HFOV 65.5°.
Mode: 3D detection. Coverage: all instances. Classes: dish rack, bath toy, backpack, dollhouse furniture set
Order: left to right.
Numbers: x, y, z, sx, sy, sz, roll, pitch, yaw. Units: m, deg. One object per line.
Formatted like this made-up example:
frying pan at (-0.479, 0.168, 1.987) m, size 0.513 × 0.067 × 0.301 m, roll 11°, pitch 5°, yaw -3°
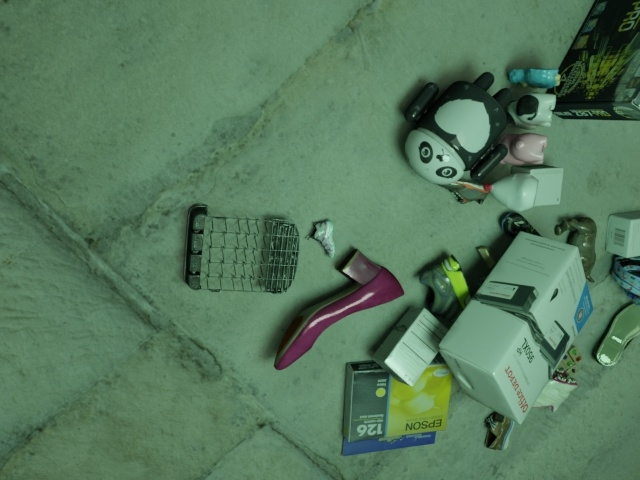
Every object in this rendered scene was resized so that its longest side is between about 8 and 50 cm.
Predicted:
dish rack at (-0.188, 0.030, 1.207) m, size 0.271 × 0.074 × 0.208 m, roll 4°, pitch 105°, yaw -16°
dollhouse furniture set at (0.467, 0.071, 1.408) m, size 0.081 × 0.091 × 0.114 m, roll -32°, pitch 88°, yaw 39°
bath toy at (0.495, -0.247, 1.237) m, size 0.129 × 0.151 × 0.348 m, roll 11°, pitch 91°, yaw 23°
backpack at (0.943, 0.117, 1.462) m, size 0.173 × 0.158 × 0.117 m, roll 13°, pitch 120°, yaw -3°

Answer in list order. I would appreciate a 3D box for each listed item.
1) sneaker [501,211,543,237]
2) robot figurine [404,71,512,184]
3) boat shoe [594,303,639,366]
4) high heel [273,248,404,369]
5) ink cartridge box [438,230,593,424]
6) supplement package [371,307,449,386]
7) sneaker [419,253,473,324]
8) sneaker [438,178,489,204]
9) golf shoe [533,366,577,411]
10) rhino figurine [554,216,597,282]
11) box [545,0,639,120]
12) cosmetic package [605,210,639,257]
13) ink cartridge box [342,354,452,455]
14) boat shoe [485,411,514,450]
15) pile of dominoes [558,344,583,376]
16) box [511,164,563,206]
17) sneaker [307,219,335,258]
sneaker at (0.575, -0.013, 1.373) m, size 0.188 × 0.078 × 0.067 m, roll 38°, pitch 94°, yaw -19°
robot figurine at (0.328, -0.265, 1.191) m, size 0.278 × 0.209 × 0.173 m, roll -48°, pitch 141°, yaw 2°
boat shoe at (0.932, 0.290, 1.552) m, size 0.081 × 0.068 × 0.228 m, roll 37°, pitch 90°, yaw 20°
high heel at (0.049, 0.215, 1.277) m, size 0.181 × 0.127 × 0.377 m, roll 40°, pitch 90°, yaw -9°
ink cartridge box at (0.515, 0.224, 1.285) m, size 0.395 × 0.166 × 0.285 m, roll -49°, pitch 129°, yaw -16°
supplement package at (0.241, 0.280, 1.327) m, size 0.105 × 0.105 × 0.179 m, roll 42°, pitch 76°, yaw -4°
sneaker at (0.363, 0.180, 1.375) m, size 0.121 × 0.111 × 0.300 m, roll -20°, pitch 112°, yaw 14°
sneaker at (0.372, -0.126, 1.305) m, size 0.157 × 0.061 × 0.065 m, roll 10°, pitch 109°, yaw -15°
golf shoe at (0.602, 0.433, 1.473) m, size 0.306 × 0.115 × 0.140 m, roll 14°, pitch 109°, yaw -8°
rhino figurine at (0.743, 0.043, 1.433) m, size 0.106 × 0.073 × 0.243 m, roll -13°, pitch 109°, yaw -7°
box at (0.732, -0.475, 1.157) m, size 0.097 × 0.318 × 0.395 m, roll 24°, pitch 99°, yaw -19°
cosmetic package at (0.969, -0.026, 1.463) m, size 0.231 × 0.085 × 0.117 m, roll -6°, pitch 107°, yaw -14°
ink cartridge box at (0.220, 0.488, 1.433) m, size 0.303 × 0.072 × 0.307 m, roll -2°, pitch 103°, yaw -14°
boat shoe at (0.548, 0.572, 1.535) m, size 0.066 × 0.066 × 0.183 m, roll -3°, pitch 106°, yaw -11°
pile of dominoes at (0.689, 0.411, 1.538) m, size 0.251 × 0.040 × 0.196 m, roll -39°, pitch 110°, yaw -1°
box at (0.574, -0.148, 1.330) m, size 0.101 × 0.087 × 0.102 m, roll -4°, pitch 106°, yaw -12°
sneaker at (0.000, 0.000, 1.262) m, size 0.069 × 0.038 × 0.098 m, roll -7°, pitch 97°, yaw -10°
